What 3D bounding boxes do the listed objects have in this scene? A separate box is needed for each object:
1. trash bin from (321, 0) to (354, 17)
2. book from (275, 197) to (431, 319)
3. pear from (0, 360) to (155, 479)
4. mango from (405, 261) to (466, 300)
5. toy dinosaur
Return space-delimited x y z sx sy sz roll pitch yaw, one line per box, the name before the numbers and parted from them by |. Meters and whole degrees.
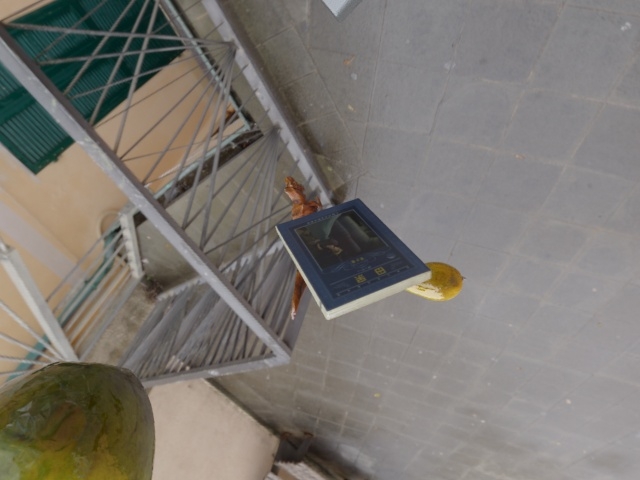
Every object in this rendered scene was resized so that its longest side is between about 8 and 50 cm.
trash bin | 0.104 -0.688 1.059 0.236 0.177 0.101 -41 104 21
book | 0.046 0.016 0.751 0.190 0.269 0.025 -20 128 -12
pear | -0.466 0.400 0.697 0.351 0.414 0.352 2 141 2
mango | 0.290 0.104 1.064 0.187 0.101 0.066 5 169 -8
toy dinosaur | 0.000 0.000 1.090 0.208 0.433 0.097 10 141 -29
